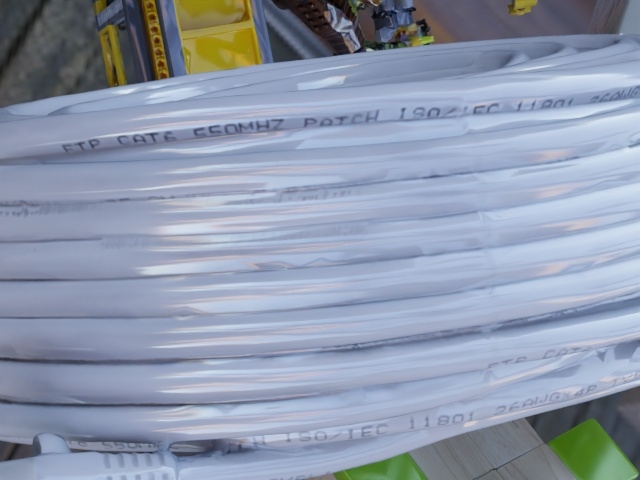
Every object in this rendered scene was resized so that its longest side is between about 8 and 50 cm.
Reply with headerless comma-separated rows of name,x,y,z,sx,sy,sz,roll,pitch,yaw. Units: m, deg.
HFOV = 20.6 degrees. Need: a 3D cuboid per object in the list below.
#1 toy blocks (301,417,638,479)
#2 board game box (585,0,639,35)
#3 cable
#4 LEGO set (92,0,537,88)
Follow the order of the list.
toy blocks,0.059,0.219,1.162,0.190,0.381,0.261,-21,153,-39
board game box,0.257,-0.205,1.173,0.224,0.097,0.303,105,7,-73
cable,-0.003,-0.006,0.502,0.257,0.257,0.089,-9,99,-11
LEGO set,-0.007,-0.097,0.934,0.254,0.331,0.192,-12,93,-24
